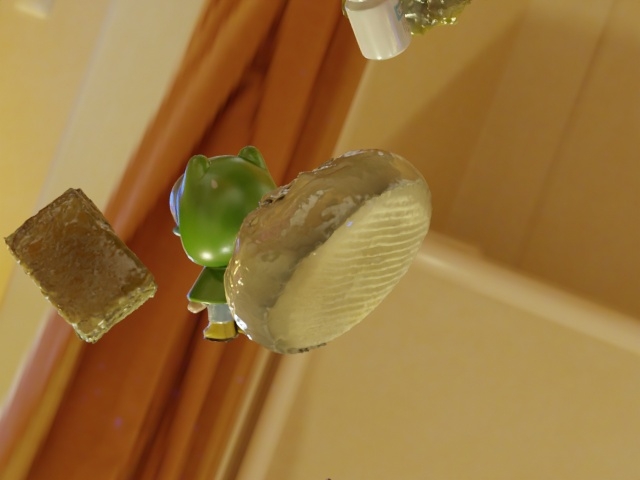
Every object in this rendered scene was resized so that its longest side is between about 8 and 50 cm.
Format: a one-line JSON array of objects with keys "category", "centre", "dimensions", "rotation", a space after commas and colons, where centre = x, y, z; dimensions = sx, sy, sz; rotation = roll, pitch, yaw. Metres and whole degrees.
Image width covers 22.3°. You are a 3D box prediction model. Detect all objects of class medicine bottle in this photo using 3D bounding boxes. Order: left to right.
[{"category": "medicine bottle", "centre": [0.052, -0.221, 1.553], "dimensions": [0.052, 0.052, 0.089], "rotation": [24, 144, 50]}]

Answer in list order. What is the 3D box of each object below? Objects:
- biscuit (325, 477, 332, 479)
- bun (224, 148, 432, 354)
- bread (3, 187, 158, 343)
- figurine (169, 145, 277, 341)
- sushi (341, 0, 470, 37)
[{"category": "biscuit", "centre": [0.025, 0.331, 1.996], "dimensions": [0.064, 0.034, 0.199], "rotation": [40, 177, 0]}, {"category": "bun", "centre": [0.000, 0.000, 1.907], "dimensions": [0.146, 0.287, 0.287], "rotation": [45, -166, 26]}, {"category": "bread", "centre": [-0.326, 0.030, 2.205], "dimensions": [0.196, 0.138, 0.102], "rotation": [52, 167, 6]}, {"category": "figurine", "centre": [-0.125, 0.005, 2.221], "dimensions": [0.162, 0.263, 0.143], "rotation": [-10, -164, -28]}, {"category": "sushi", "centre": [0.125, -0.473, 1.985], "dimensions": [0.351, 0.240, 0.396], "rotation": [-21, 105, 49]}]
